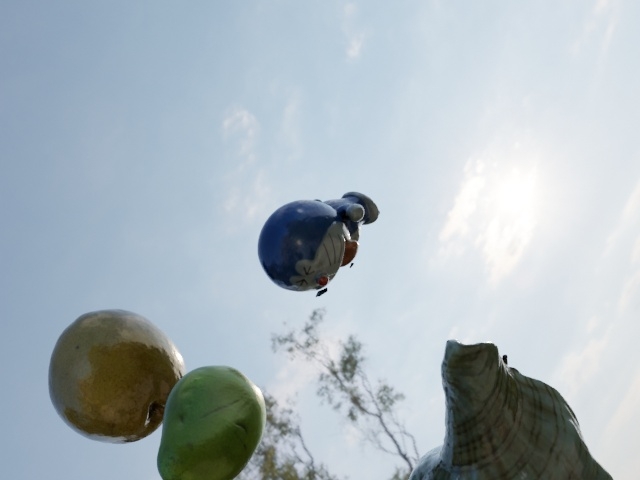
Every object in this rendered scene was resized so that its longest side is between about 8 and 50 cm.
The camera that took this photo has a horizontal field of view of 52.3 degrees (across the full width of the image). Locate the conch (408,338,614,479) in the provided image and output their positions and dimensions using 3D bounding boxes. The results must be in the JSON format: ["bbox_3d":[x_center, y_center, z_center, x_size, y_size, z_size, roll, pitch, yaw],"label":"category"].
[{"bbox_3d":[0.177,0.243,0.618,0.203,0.170,0.386,-18,-39,-7],"label":"conch"}]

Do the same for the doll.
[{"bbox_3d":[0.000,0.000,1.161,0.257,0.161,0.215,-31,-14,-49],"label":"doll"}]

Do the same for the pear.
[{"bbox_3d":[-0.454,0.306,1.473,0.314,0.314,0.314,-27,-47,-33],"label":"pear"}]

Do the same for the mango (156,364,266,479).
[{"bbox_3d":[-0.121,0.214,0.742,0.117,0.163,0.089,9,-54,-11],"label":"mango"}]
